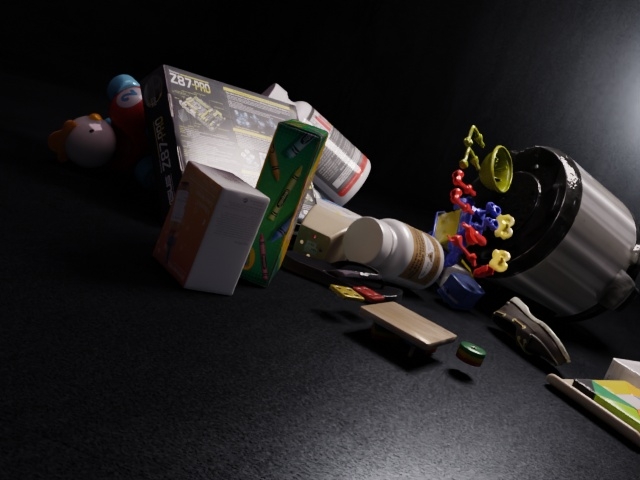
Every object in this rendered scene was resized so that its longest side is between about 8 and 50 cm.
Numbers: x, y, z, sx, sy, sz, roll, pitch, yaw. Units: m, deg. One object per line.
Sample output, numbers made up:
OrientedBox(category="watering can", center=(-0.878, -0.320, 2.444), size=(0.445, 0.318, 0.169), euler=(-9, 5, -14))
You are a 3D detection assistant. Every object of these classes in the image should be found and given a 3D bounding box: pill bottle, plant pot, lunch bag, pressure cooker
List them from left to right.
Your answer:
OrientedBox(category="pill bottle", center=(-0.049, -0.264, 2.226), size=(0.363, 0.210, 0.210), euler=(41, 6, -17))
OrientedBox(category="plant pot", center=(0.000, 0.000, 1.649), size=(0.109, 0.109, 0.096), euler=(25, 22, 17))
OrientedBox(category="pill bottle", center=(0.155, 0.024, 1.666), size=(0.131, 0.131, 0.229), euler=(31, 8, 40))
OrientedBox(category="lunch bag", center=(0.312, 0.119, 1.753), size=(0.098, 0.065, 0.067), euler=(12, 30, -44))
OrientedBox(category="pressure cooker", center=(0.599, 0.006, 1.967), size=(0.420, 0.369, 0.376), euler=(30, -32, -31))

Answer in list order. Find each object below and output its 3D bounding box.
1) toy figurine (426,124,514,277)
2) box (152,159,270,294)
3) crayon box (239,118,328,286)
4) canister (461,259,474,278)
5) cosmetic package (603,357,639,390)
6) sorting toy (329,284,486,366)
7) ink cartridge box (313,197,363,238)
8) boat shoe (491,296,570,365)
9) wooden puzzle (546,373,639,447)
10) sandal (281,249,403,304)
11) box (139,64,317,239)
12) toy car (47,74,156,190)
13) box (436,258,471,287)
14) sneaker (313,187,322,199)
OrientedBox(category="toy figurine", center=(0.317, -0.065, 1.853), size=(0.191, 0.362, 0.217), euler=(31, -34, -25))
OrientedBox(category="box", center=(-0.175, -0.020, 1.229), size=(0.091, 0.170, 0.130), euler=(14, 14, -40))
OrientedBox(category="crayon box", center=(-0.073, -0.073, 1.389), size=(0.081, 0.278, 0.165), euler=(21, 12, 1))
OrientedBox(category="canister", center=(0.487, 0.079, 2.237), size=(0.126, 0.073, 0.170), euler=(27, 14, 29))
OrientedBox(category="cosmetic package", center=(0.701, 0.302, 1.618), size=(0.239, 0.060, 0.099), euler=(13, 12, -36))
OrientedBox(category="sorting toy", center=(0.135, 0.152, 1.315), size=(0.275, 0.046, 0.132), euler=(28, 13, 27))
OrientedBox(category="ink cartridge box", center=(-0.012, -0.055, 1.924), size=(0.134, 0.078, 0.231), euler=(29, 13, 34))
OrientedBox(category="boat shoe", center=(0.431, 0.198, 1.604), size=(0.081, 0.069, 0.228), euler=(60, -2, -26))
OrientedBox(category="wooden puzzle", center=(0.557, 0.302, 1.400), size=(0.239, 0.044, 0.221), euler=(14, 13, -35))
OrientedBox(category="sandal", center=(0.049, 0.066, 1.534), size=(0.255, 0.054, 0.097), euler=(20, 12, -8))
OrientedBox(category="box", center=(-0.182, -0.178, 1.669), size=(0.097, 0.318, 0.395), euler=(-24, -20, 37))
OrientedBox(category="toy car", center=(-0.464, -0.232, 1.676), size=(0.238, 0.210, 0.219), euler=(-9, 42, -45))
OrientedBox(category="box", center=(0.318, 0.059, 2.040), size=(0.067, 0.063, 0.324), euler=(18, 12, -8))
OrientedBox(category="sneaker", center=(-0.147, -0.159, 2.081), size=(0.319, 0.112, 0.131), euler=(27, 10, 30))
